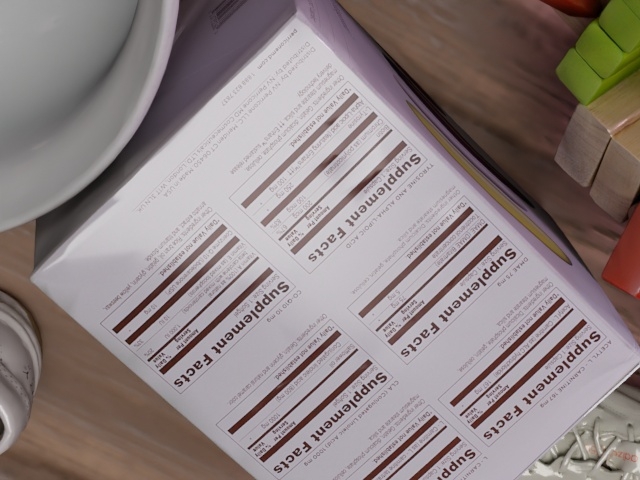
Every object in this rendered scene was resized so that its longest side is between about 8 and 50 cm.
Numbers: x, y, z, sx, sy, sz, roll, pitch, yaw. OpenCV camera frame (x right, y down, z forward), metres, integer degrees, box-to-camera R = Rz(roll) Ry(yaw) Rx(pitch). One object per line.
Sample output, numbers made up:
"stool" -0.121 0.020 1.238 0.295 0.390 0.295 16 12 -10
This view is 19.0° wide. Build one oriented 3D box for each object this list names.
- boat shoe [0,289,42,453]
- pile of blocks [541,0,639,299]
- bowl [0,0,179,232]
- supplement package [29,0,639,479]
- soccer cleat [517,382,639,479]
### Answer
"boat shoe" -0.259 0.034 0.853 0.277 0.096 0.098 14 107 -11
"pile of blocks" 0.167 -0.030 0.796 0.112 0.149 0.362 -35 101 -29
"bowl" -0.173 -0.155 0.753 0.298 0.134 0.298 10 124 15
"supplement package" 0.000 0.000 0.821 0.149 0.194 0.203 -43 109 9
"soccer cleat" 0.151 0.103 0.937 0.196 0.076 0.068 3 108 -8
